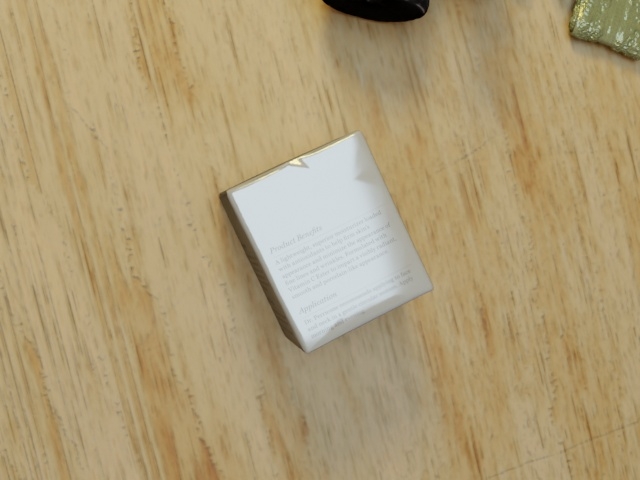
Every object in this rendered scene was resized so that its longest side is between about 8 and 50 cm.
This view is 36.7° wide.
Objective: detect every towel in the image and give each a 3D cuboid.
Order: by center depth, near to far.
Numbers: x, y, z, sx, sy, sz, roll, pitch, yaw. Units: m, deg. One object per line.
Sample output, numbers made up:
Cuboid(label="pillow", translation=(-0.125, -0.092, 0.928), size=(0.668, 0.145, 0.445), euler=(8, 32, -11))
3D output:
Cuboid(label="towel", translation=(0.360, -0.296, 1.144), size=(0.110, 0.027, 0.148), euler=(18, 86, -9))

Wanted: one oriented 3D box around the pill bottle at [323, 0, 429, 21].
Cuboid(label="pill bottle", translation=(0.074, -0.360, 1.052), size=(0.123, 0.123, 0.219), euler=(9, 89, -9))

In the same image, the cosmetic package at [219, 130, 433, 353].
Cuboid(label="cosmetic package", translation=(0.000, 0.000, 1.025), size=(0.151, 0.151, 0.183), euler=(-25, 94, -8))
